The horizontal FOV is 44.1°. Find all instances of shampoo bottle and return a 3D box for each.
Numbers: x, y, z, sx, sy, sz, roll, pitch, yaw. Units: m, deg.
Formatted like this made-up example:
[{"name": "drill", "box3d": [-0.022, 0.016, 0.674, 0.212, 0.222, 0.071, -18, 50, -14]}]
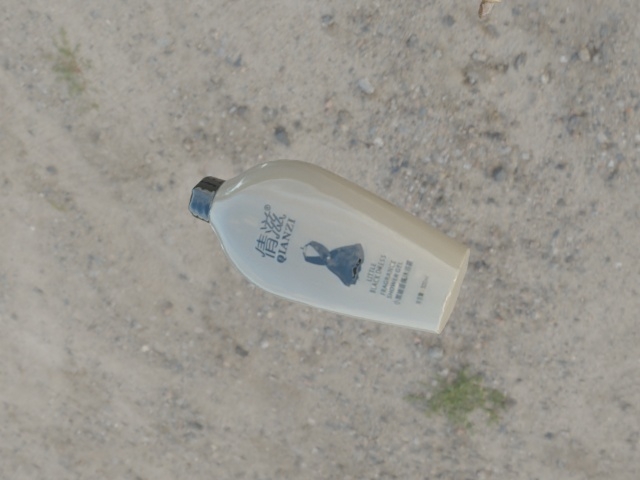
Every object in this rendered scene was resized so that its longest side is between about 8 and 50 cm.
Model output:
[{"name": "shampoo bottle", "box3d": [0.000, 0.000, 0.708, 0.256, 0.078, 0.127, 20, 107, 16]}]

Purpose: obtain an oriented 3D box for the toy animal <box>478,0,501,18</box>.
[{"name": "toy animal", "box3d": [0.193, -0.412, 1.168, 0.185, 0.104, 0.184, 7, 149, -8]}]
